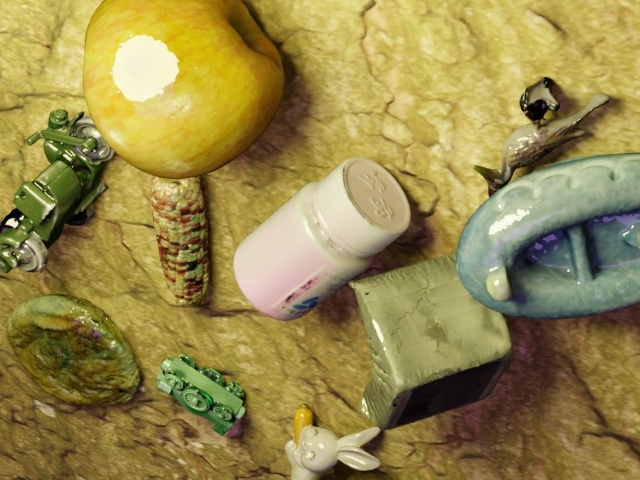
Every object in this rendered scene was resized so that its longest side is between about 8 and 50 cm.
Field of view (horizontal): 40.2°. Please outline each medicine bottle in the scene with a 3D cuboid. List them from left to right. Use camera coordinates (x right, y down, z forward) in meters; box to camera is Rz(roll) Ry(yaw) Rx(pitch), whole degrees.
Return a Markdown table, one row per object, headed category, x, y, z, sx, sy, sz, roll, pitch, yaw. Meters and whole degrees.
| category | x | y | z | sx | sy | sz | roll | pitch | yaw |
| --- | --- | --- | --- | --- | --- | --- | --- | --- | --- |
| medicine bottle | 0.000 | 0.000 | 1.265 | 0.152 | 0.152 | 0.254 | 45 | 127 | -10 |

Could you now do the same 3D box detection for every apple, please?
| category | x | y | z | sx | sy | sz | roll | pitch | yaw |
| --- | --- | --- | --- | --- | --- | --- | --- | --- | --- |
| apple | -0.172 | -0.216 | 1.133 | 0.264 | 0.264 | 0.264 | 11 | 126 | 16 |

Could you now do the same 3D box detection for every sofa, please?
| category | x | y | z | sx | sy | sz | roll | pitch | yaw |
| --- | --- | --- | --- | --- | --- | --- | --- | --- | --- |
| sofa | 0.151 | 0.153 | 1.294 | 0.210 | 0.176 | 0.225 | -17 | 152 | -11 |

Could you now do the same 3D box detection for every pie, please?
| category | x | y | z | sx | sy | sz | roll | pitch | yaw |
| --- | --- | --- | --- | --- | --- | --- | --- | --- | --- |
| pie | -0.467 | 0.216 | 1.653 | 0.277 | 0.078 | 0.277 | 12 | 126 | 17 |

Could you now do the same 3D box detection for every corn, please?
| category | x | y | z | sx | sy | sz | roll | pitch | yaw |
| --- | --- | --- | --- | --- | --- | --- | --- | --- | --- |
| corn | -0.221 | -0.003 | 1.399 | 0.086 | 0.086 | 0.253 | 11 | 128 | 16 |

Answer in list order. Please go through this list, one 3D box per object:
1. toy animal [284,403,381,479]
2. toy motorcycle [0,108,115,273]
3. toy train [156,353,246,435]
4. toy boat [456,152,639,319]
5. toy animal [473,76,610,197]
| category | x | y | z | sx | sy | sz | roll | pitch | yaw |
| --- | --- | --- | --- | --- | --- | --- | --- | --- | --- |
| toy animal | 0.013 | 0.364 | 1.560 | 0.127 | 0.131 | 0.181 | 13 | 142 | -27 |
| toy motorcycle | -0.422 | -0.075 | 1.361 | 0.127 | 0.205 | 0.275 | 33 | 134 | 0 |
| toy train | -0.220 | 0.279 | 1.600 | 0.178 | 0.071 | 0.104 | 33 | 139 | -3 |
| toy boat | 0.336 | 0.011 | 1.124 | 0.330 | 0.123 | 0.215 | -9 | 120 | 16 |
| toy animal | 0.269 | -0.125 | 1.121 | 0.105 | 0.070 | 0.202 | 23 | 127 | -12 |
